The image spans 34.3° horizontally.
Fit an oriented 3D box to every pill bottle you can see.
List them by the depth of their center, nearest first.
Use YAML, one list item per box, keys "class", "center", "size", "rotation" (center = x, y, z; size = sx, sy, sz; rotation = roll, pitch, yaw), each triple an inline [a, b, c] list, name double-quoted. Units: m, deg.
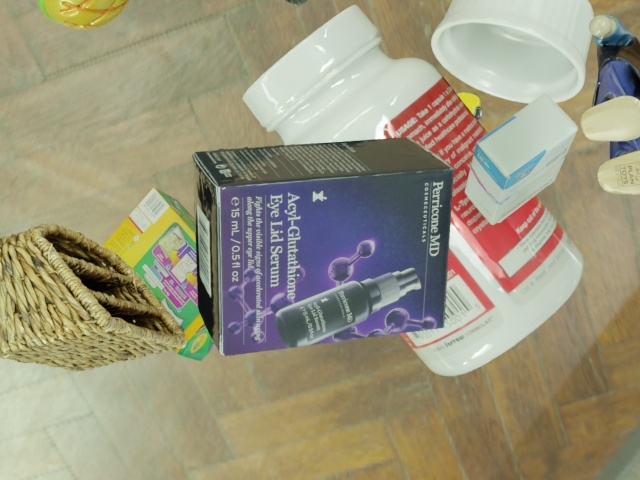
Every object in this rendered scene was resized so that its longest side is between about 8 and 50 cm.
- class: "pill bottle"
  center: [0.101, -0.062, 1.218]
  size: [0.229, 0.229, 0.407]
  rotation: [-37, 95, 19]

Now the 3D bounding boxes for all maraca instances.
- class: "maraca"
  center: [-0.279, -0.317, 1.223]
  size: [0.127, 0.185, 0.099]
  rotation: [-37, 76, -14]

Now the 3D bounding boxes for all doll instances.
- class: "doll"
  center: [0.213, -0.093, 0.719]
  size: [0.046, 0.189, 0.129]
  rotation: [-13, 112, 25]

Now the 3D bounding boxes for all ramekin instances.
- class: "ramekin"
  center: [0.349, -0.368, 1.840]
  size: [0.277, 0.277, 0.135]
  rotation: [26, 75, -15]

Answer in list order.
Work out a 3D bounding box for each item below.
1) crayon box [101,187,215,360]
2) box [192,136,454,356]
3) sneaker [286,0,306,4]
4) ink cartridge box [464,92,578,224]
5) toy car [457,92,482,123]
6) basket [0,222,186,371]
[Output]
- class: "crayon box"
  center: [-0.255, 0.058, 1.834]
  size: [0.165, 0.278, 0.081]
  rotation: [-48, 151, 7]
- class: "box"
  center: [0.000, 0.000, 0.898]
  size: [0.207, 0.108, 0.153]
  rotation: [-7, 112, -16]
- class: "sneaker"
  center: [-0.065, -0.394, 1.406]
  size: [0.057, 0.075, 0.161]
  rotation: [-37, 104, 20]
- class: "ink cartridge box"
  center: [0.196, -0.078, 1.028]
  size: [0.089, 0.052, 0.122]
  rotation: [-35, 161, -11]
- class: "toy car"
  center: [0.255, -0.112, 1.836]
  size: [0.225, 0.053, 0.239]
  rotation: [45, 100, 18]
- class: "basket"
  center: [-0.369, 0.076, 1.633]
  size: [0.223, 0.213, 0.299]
  rotation: [-13, 164, 16]
